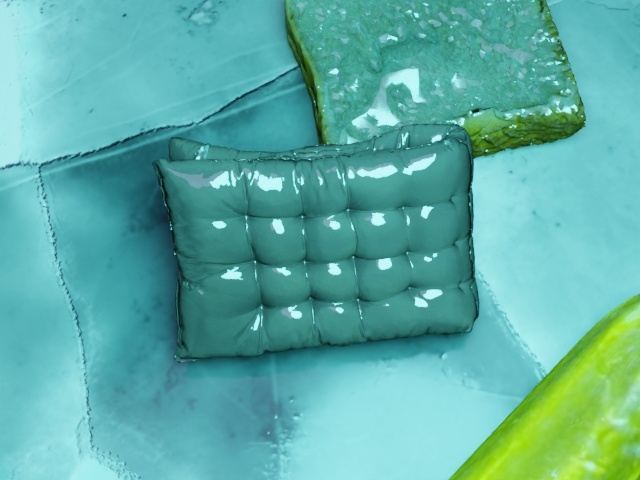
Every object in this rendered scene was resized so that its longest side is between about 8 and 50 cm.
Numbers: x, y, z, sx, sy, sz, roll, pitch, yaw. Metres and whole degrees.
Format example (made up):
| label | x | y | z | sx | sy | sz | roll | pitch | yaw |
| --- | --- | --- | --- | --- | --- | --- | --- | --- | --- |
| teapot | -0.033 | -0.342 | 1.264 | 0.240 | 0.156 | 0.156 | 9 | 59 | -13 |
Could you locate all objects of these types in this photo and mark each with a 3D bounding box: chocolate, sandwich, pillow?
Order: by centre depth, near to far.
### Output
| label | x | y | z | sx | sy | sz | roll | pitch | yaw |
| --- | --- | --- | --- | --- | --- | --- | --- | --- | --- |
| chocolate | 0.299 | 0.160 | 1.143 | 0.162 | 0.162 | 0.445 | 41 | 76 | 13 |
| pillow | 0.000 | 0.000 | 1.189 | 0.326 | 0.101 | 0.228 | -4 | 109 | 1 |
| sandwich | 0.122 | -0.208 | 1.300 | 0.301 | 0.099 | 0.271 | -16 | 76 | -2 |
